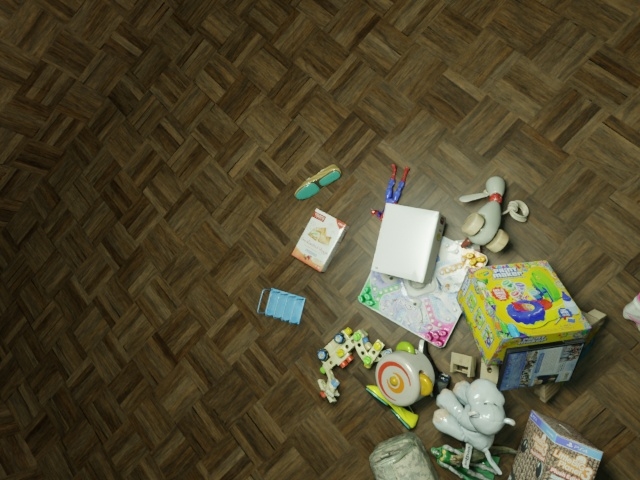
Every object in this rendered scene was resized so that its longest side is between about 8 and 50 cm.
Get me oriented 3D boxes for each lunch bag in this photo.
[{"bbox_3d":[0.309,0.882,1.540,0.212,0.256,0.305,-28,75,14],"label":"lunch bag"}]

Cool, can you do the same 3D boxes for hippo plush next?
[{"bbox_3d":[0.512,0.594,1.466,0.234,0.237,0.294,5,54,9],"label":"hippo plush"}]

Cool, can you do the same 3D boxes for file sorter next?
[{"bbox_3d":[-0.170,0.285,1.865,0.170,0.104,0.118,14,88,20],"label":"file sorter"}]

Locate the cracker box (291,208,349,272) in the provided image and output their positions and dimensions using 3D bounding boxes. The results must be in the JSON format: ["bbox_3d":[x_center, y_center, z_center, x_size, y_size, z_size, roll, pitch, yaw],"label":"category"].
[{"bbox_3d":[0.000,0.000,1.864,0.155,0.067,0.232,29,92,20],"label":"cracker box"}]

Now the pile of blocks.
[{"bbox_3d":[0.842,0.384,1.512,0.362,0.149,0.112,-52,39,-1],"label":"pile of blocks"}]

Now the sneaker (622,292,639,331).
[{"bbox_3d":[1.123,0.268,1.430,0.252,0.111,0.103,35,56,3],"label":"sneaker"}]

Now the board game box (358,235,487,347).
[{"bbox_3d":[0.382,0.155,1.686,0.389,0.050,0.390,28,96,26],"label":"board game box"}]

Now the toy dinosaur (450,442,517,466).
[{"bbox_3d":[0.576,0.735,1.554,0.268,0.064,0.118,-6,64,-7],"label":"toy dinosaur"}]

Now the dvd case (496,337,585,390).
[{"bbox_3d":[0.690,0.391,1.359,0.252,0.022,0.181,-6,122,-5],"label":"dvd case"}]

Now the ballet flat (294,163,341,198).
[{"bbox_3d":[-0.014,-0.260,1.912,0.232,0.080,0.073,-27,47,11],"label":"ballet flat"}]

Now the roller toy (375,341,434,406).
[{"bbox_3d":[0.307,0.503,1.587,0.209,0.146,0.191,51,125,29],"label":"roller toy"}]

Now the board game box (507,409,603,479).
[{"bbox_3d":[0.749,0.751,1.407,0.141,0.232,0.291,19,89,9],"label":"board game box"}]

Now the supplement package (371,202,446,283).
[{"bbox_3d":[0.332,0.012,1.619,0.203,0.145,0.262,13,90,27],"label":"supplement package"}]

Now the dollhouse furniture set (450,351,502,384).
[{"bbox_3d":[0.598,0.438,1.589,0.183,0.129,0.129,1,81,49],"label":"dollhouse furniture set"}]

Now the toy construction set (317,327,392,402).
[{"bbox_3d":[0.109,0.482,1.729,0.327,0.151,0.215,-42,72,-2],"label":"toy construction set"}]

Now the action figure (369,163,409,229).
[{"bbox_3d":[0.282,-0.176,1.757,0.091,0.139,0.281,15,90,21],"label":"action figure"}]

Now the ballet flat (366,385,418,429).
[{"bbox_3d":[0.285,0.631,1.687,0.231,0.077,0.077,40,75,17],"label":"ballet flat"}]

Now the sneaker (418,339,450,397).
[{"bbox_3d":[0.435,0.489,1.649,0.121,0.079,0.217,0,91,16],"label":"sneaker"}]

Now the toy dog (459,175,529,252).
[{"bbox_3d":[0.603,-0.082,1.603,0.220,0.333,0.161,52,142,2],"label":"toy dog"}]

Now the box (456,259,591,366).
[{"bbox_3d":[0.655,0.237,1.439,0.289,0.177,0.279,-6,46,-7],"label":"box"}]

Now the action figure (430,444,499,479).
[{"bbox_3d":[0.518,0.816,1.580,0.232,0.063,0.137,16,83,20],"label":"action figure"}]

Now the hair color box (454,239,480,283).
[{"bbox_3d":[0.572,0.080,1.662,0.093,0.053,0.167,-7,82,20],"label":"hair color box"}]
